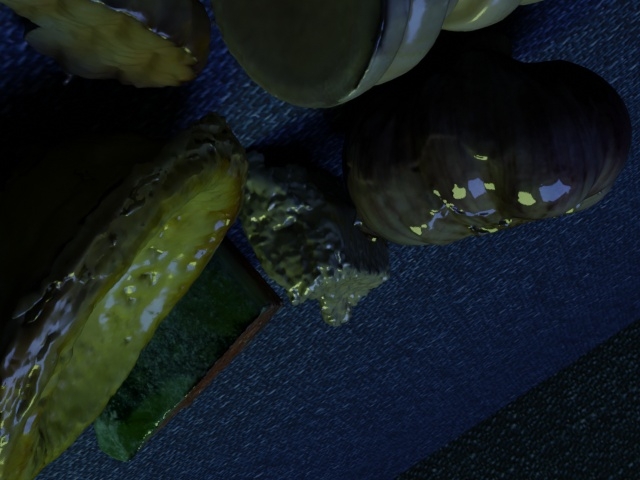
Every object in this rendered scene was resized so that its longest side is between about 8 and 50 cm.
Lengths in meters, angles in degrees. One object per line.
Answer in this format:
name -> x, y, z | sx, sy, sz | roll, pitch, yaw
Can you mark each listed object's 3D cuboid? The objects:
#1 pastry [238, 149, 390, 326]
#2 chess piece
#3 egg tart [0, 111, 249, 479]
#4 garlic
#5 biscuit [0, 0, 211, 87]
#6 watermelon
pastry -> 0.001, 0.006, 1.400 | 0.089, 0.121, 0.258 | -15, 167, 13
chess piece -> 0.072, -0.174, 1.003 | 0.261, 0.142, 0.143 | -22, 162, -41
egg tart -> -0.168, 0.031, 1.095 | 0.315, 0.120, 0.315 | -54, 173, -9
garlic -> 0.129, -0.084, 1.322 | 0.245, 0.160, 0.245 | -8, -174, 1
biscuit -> -0.115, -0.129, 0.902 | 0.118, 0.061, 0.183 | 9, 168, 12
watermelon -> -0.112, 0.072, 1.436 | 0.193, 0.139, 0.257 | -40, 172, 14
